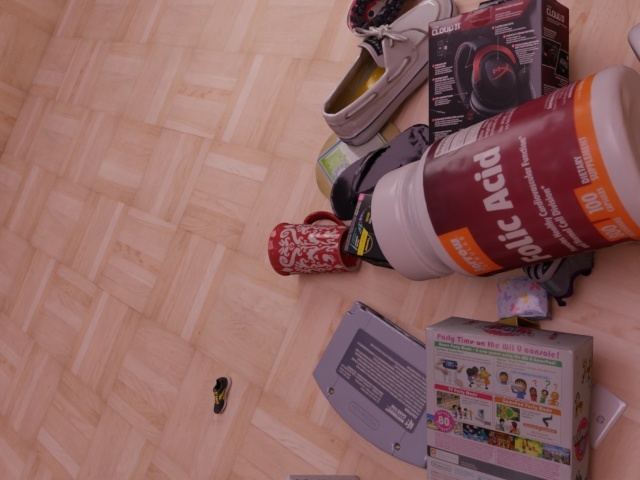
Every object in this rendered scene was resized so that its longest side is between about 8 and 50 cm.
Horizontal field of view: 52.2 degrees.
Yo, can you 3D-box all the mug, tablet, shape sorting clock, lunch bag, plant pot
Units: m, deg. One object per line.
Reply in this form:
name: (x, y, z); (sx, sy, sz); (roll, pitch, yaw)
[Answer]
mug: (-0.006, 0.000, 1.341); (0.169, 0.113, 0.150); (-1, 75, 36)
tablet: (0.408, 0.260, 0.968); (0.054, 0.006, 0.083); (38, 100, 41)
shape sorting clock: (0.081, -0.166, 1.373); (0.206, 0.040, 0.206); (-16, 59, 27)
lunch bag: (0.330, 0.094, 1.064); (0.083, 0.053, 0.071); (-6, 72, 28)
plant pot: (0.299, 0.171, 1.045); (0.083, 0.081, 0.081); (-18, 63, 39)

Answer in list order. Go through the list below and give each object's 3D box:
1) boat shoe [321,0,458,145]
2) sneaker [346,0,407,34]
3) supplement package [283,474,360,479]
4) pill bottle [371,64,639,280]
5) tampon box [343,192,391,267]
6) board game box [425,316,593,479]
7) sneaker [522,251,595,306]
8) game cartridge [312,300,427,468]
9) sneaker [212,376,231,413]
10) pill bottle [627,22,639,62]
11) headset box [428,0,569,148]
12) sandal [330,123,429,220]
boat shoe: (0.126, -0.377, 1.321); (0.367, 0.156, 0.136); (-49, 49, 4)
sneaker: (0.163, -0.574, 1.415); (0.299, 0.121, 0.112); (-44, 20, 9)
supplement package: (0.008, 0.551, 1.061); (0.198, 0.199, 0.263); (-49, 50, 15)
pill bottle: (0.278, -0.071, 0.943); (0.392, 0.224, 0.224); (-20, 62, 42)
tampon box: (0.146, -0.010, 1.220); (0.161, 0.101, 0.120); (10, 81, 42)
board game box: (0.269, 0.280, 0.952); (0.224, 0.097, 0.303); (4, 99, 40)
sneaker: (0.407, -0.005, 1.036); (0.224, 0.098, 0.083); (-50, 23, -14)
game cartridge: (0.121, 0.260, 1.177); (0.297, 0.062, 0.198); (32, 100, 42)
sneaker: (-0.226, 0.340, 1.445); (0.031, 0.035, 0.083); (3, 76, 41)
pill bottle: (0.616, -0.300, 0.879); (0.334, 0.188, 0.188); (-31, 57, 27)
headset box: (0.303, -0.272, 1.124); (0.218, 0.110, 0.293); (0, 91, 44)
sandal: (0.115, -0.140, 1.284); (0.254, 0.054, 0.097); (-41, 77, 11)
